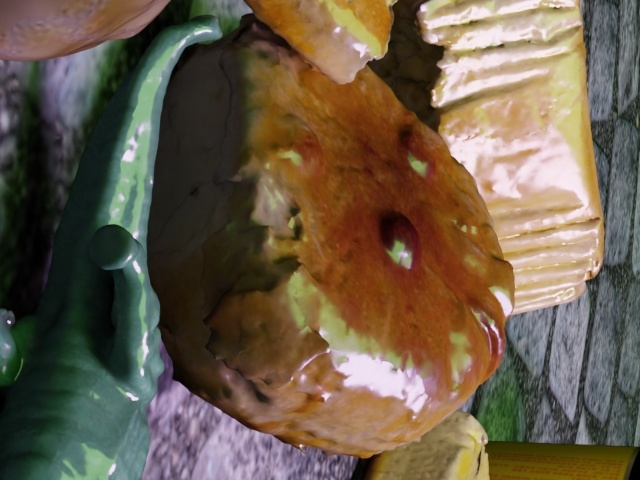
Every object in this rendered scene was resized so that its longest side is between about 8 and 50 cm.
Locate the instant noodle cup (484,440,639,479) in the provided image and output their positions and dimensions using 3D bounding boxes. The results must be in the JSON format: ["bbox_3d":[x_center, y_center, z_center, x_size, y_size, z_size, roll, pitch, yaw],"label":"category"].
[{"bbox_3d":[0.216,0.256,1.174,0.215,0.236,0.215,5,90,-68],"label":"instant noodle cup"}]

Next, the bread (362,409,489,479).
[{"bbox_3d":[0.040,0.271,0.951,0.361,0.077,0.138,-62,150,-44],"label":"bread"}]

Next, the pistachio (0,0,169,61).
[{"bbox_3d":[-0.086,-0.168,0.460,0.153,0.138,0.238,22,70,-32],"label":"pistachio"}]

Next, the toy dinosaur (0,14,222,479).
[{"bbox_3d":[-0.101,0.050,0.553,0.120,0.079,0.292,-4,101,-74],"label":"toy dinosaur"}]

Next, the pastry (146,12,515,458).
[{"bbox_3d":[0.000,0.000,0.682,0.218,0.100,0.229,56,41,-12],"label":"pastry"}]

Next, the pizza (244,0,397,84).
[{"bbox_3d":[-0.026,-0.189,0.648,0.127,0.058,0.246,-26,96,-41],"label":"pizza"}]

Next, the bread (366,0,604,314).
[{"bbox_3d":[0.085,-0.070,0.860,0.179,0.133,0.250,-107,-172,-61],"label":"bread"}]
